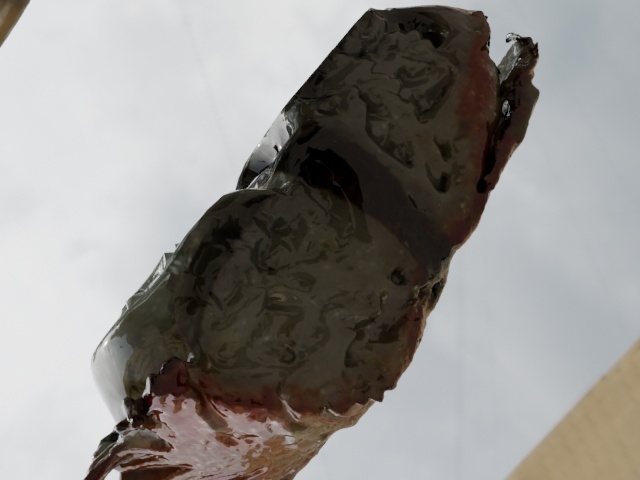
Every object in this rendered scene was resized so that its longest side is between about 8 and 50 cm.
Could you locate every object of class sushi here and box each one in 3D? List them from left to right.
[{"bbox_3d":[0.000,0.000,0.803,0.130,0.124,0.332,31,-123,0],"label":"sushi"}]

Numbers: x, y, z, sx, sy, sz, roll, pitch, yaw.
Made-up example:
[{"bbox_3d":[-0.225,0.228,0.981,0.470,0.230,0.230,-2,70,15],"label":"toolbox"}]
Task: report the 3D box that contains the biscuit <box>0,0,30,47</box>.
[{"bbox_3d":[-0.350,-0.199,1.425,0.062,0.290,0.237,17,-144,-39],"label":"biscuit"}]
